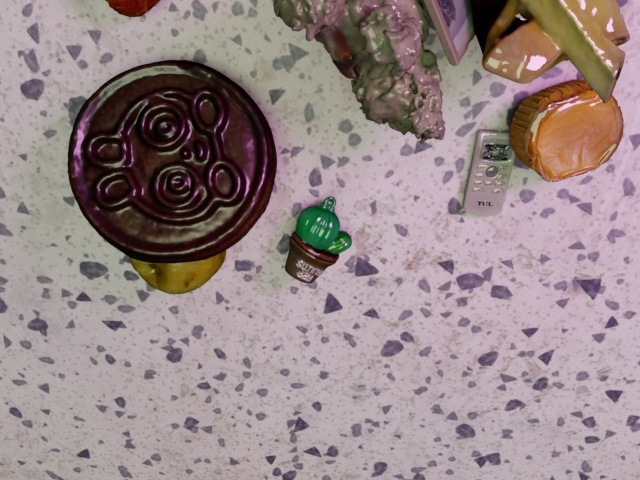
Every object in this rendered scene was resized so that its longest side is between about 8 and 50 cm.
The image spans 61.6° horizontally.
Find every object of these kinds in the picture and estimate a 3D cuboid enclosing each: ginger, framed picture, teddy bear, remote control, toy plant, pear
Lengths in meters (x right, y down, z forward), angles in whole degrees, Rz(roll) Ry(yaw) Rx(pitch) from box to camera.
[{"bbox_3d":[0.425,-0.426,0.827,0.359,0.211,0.413,6,106,-36],"label":"ginger"},{"bbox_3d":[0.222,-0.447,0.859,0.016,0.289,0.213,-2,134,42],"label":"framed picture"},{"bbox_3d":[0.085,-0.311,0.903,0.225,0.357,0.367,-28,114,4],"label":"teddy bear"},{"bbox_3d":[0.362,-0.141,1.150,0.088,0.029,0.189,5,118,0],"label":"remote control"},{"bbox_3d":[0.000,0.000,1.204,0.143,0.105,0.200,26,104,-19],"label":"toy plant"},{"bbox_3d":[-0.309,0.021,1.171,0.200,0.200,0.199,1,117,2],"label":"pear"}]

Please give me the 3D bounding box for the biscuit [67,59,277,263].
[{"bbox_3d":[-0.289,-0.155,1.044,0.408,0.091,0.407,0,89,-1],"label":"biscuit"}]

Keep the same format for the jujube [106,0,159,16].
[{"bbox_3d":[-0.319,-0.487,0.968,0.176,0.109,0.112,-33,147,10],"label":"jujube"}]

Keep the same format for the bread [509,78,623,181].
[{"bbox_3d":[0.476,-0.219,1.055,0.199,0.104,0.199,-3,117,-7],"label":"bread"}]
